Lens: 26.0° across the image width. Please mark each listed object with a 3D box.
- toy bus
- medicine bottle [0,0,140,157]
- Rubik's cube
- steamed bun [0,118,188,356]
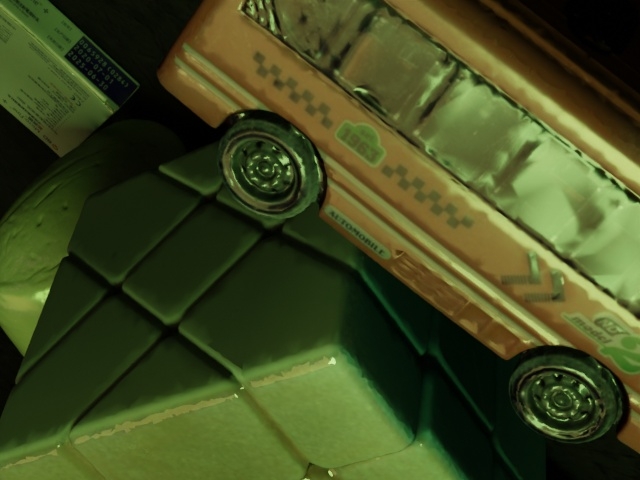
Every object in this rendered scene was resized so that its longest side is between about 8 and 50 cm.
[{"bbox_3d":[0.129,-0.072,0.901,0.427,0.203,0.233,37,131,0],"label":"toy bus"},{"bbox_3d":[-0.293,-0.178,1.368,0.201,0.052,0.171,42,150,-11],"label":"medicine bottle"},{"bbox_3d":[-0.020,0.117,1.121,0.319,0.322,0.316,-20,125,25],"label":"Rubik's cube"},{"bbox_3d":[-0.198,0.016,1.342,0.155,0.250,0.200,22,147,28],"label":"steamed bun"}]
